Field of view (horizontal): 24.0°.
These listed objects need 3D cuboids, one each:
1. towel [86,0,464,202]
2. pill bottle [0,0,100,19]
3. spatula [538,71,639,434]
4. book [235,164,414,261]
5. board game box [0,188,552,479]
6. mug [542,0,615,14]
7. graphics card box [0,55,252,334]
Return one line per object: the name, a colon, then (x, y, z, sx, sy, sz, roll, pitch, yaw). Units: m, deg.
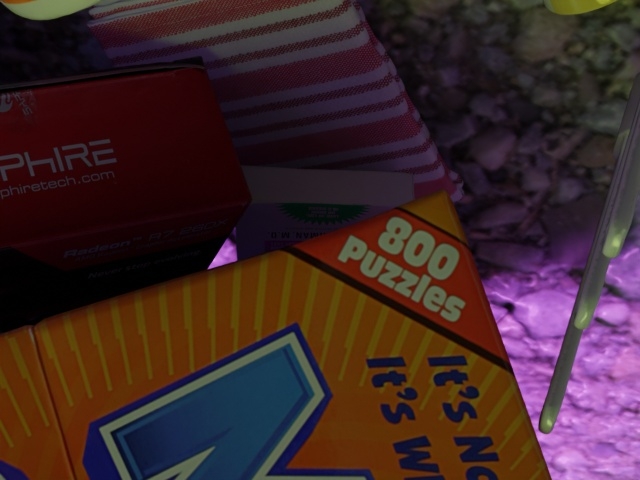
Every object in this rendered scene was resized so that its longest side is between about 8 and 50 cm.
towel: (-0.020, -0.076, 0.813, 0.144, 0.029, 0.197, -7, 140, 28)
pill bottle: (-0.139, -0.195, 0.544, 0.121, 0.121, 0.221, -16, 132, 35)
spatula: (0.133, -0.046, 0.616, 0.019, 0.242, 0.168, 17, 143, 7)
book: (0.000, 0.000, 0.860, 0.096, 0.035, 0.144, 2, 155, -1)
board game box: (-0.051, 0.228, 0.740, 0.356, 0.357, 0.356, -18, 170, 0)
mug: (0.116, -0.141, 0.650, 0.078, 0.062, 0.064, 16, 146, 56)
graphics card box: (-0.205, 0.042, 0.854, 0.232, 0.094, 0.371, -12, 160, -28)
